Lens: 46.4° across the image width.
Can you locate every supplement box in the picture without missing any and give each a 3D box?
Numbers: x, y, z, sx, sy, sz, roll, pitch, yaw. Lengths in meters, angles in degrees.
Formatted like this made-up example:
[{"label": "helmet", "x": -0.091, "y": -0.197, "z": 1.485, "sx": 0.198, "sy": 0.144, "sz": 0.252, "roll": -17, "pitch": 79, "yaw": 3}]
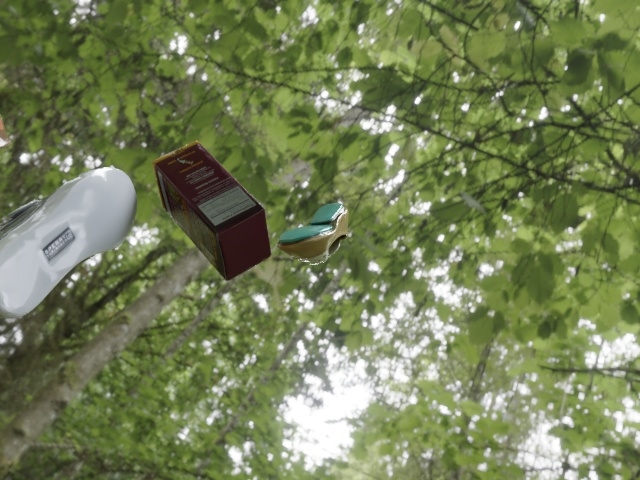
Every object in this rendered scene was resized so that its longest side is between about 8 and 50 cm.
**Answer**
[{"label": "supplement box", "x": -0.159, "y": -0.046, "z": 1.086, "sx": 0.188, "sy": 0.081, "sz": 0.104, "roll": 44, "pitch": -27, "yaw": 33}]

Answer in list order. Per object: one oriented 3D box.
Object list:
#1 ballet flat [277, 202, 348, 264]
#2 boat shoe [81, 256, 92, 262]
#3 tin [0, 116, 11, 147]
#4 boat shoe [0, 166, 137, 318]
[{"label": "ballet flat", "x": 0.000, "y": 0.000, "z": 1.198, "sx": 0.080, "sy": 0.232, "sz": 0.073, "roll": -4, "pitch": -75, "yaw": 23}, {"label": "boat shoe", "x": -0.575, "y": 0.002, "z": 1.570, "sx": 0.120, "sy": 0.324, "sz": 0.122, "roll": 37, "pitch": -73, "yaw": 5}, {"label": "tin", "x": -0.368, "y": -0.082, "z": 0.659, "sx": 0.190, "sy": 0.106, "sz": 0.040, "roll": -8, "pitch": -77, "yaw": 14}, {"label": "boat shoe", "x": -0.341, "y": -0.002, "z": 0.926, "sx": 0.102, "sy": 0.301, "sz": 0.108, "roll": -3, "pitch": -60, "yaw": 23}]
